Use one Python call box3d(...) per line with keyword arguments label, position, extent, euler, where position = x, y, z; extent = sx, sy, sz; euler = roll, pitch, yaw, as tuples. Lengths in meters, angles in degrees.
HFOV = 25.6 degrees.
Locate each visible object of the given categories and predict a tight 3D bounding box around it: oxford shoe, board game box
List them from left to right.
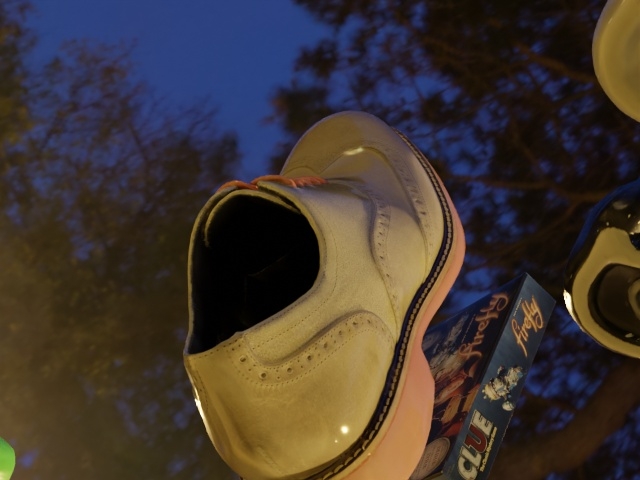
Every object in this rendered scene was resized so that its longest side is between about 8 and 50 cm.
box3d(label="oxford shoe", position=(0.000, 0.000, 0.887), extent=(0.140, 0.397, 0.146), euler=(-25, -63, 17))
box3d(label="board game box", position=(0.097, 0.147, 1.186), extent=(0.042, 0.243, 0.165), euler=(44, -47, -12))

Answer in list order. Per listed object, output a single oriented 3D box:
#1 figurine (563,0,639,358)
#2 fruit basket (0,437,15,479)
box3d(label="figurine", position=(0.192, -0.083, 0.699), extent=(0.092, 0.209, 0.215), euler=(12, -51, 16))
box3d(label="fruit basket", position=(-0.465, 0.307, 1.371), extent=(0.283, 0.392, 0.392), euler=(26, -58, 42))
